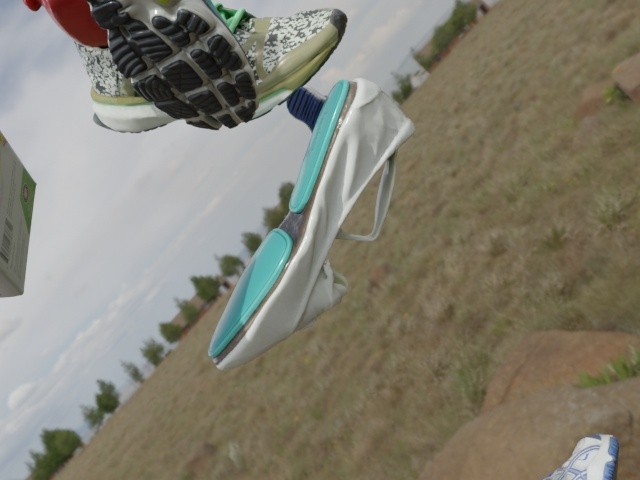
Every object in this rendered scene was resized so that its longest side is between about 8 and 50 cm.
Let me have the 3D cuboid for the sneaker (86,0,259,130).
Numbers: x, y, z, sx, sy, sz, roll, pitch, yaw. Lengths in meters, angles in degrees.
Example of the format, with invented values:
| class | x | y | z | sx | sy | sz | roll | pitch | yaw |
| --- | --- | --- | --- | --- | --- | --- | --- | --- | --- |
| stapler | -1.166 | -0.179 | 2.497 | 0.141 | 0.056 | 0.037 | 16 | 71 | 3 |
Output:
| class | x | y | z | sx | sy | sz | roll | pitch | yaw |
| --- | --- | --- | --- | --- | --- | --- | --- | --- | --- |
| sneaker | -0.125 | -0.205 | 0.598 | 0.107 | 0.275 | 0.110 | -9 | 47 | 23 |

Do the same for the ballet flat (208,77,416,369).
| class | x | y | z | sx | sy | sz | roll | pitch | yaw |
| --- | --- | --- | --- | --- | --- | --- | --- | --- | --- |
| ballet flat | 0.000 | 0.000 | 0.908 | 0.400 | 0.139 | 0.139 | -64 | 3 | 5 |

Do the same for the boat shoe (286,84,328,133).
| class | x | y | z | sx | sy | sz | roll | pitch | yaw |
| --- | --- | --- | --- | --- | --- | --- | --- | --- | --- |
| boat shoe | 0.022 | -0.173 | 1.056 | 0.066 | 0.183 | 0.066 | 2 | -54 | -36 |

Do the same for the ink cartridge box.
| class | x | y | z | sx | sy | sz | roll | pitch | yaw |
| --- | --- | --- | --- | --- | --- | --- | --- | --- | --- |
| ink cartridge box | -0.380 | -0.050 | 0.761 | 0.212 | 0.093 | 0.154 | 92 | 174 | -62 |

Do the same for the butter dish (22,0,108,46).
| class | x | y | z | sx | sy | sz | roll | pitch | yaw |
| --- | --- | --- | --- | --- | --- | --- | --- | --- | --- |
| butter dish | -0.275 | -0.286 | 0.819 | 0.118 | 0.160 | 0.160 | -15 | -17 | 1 |

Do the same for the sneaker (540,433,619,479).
| class | x | y | z | sx | sy | sz | roll | pitch | yaw |
| --- | --- | --- | --- | --- | --- | --- | --- | --- | --- |
| sneaker | 0.275 | 0.313 | 0.869 | 0.131 | 0.111 | 0.296 | 4 | 19 | 28 |

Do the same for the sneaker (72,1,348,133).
| class | x | y | z | sx | sy | sz | roll | pitch | yaw |
| --- | --- | --- | --- | --- | --- | --- | --- | --- | --- |
| sneaker | -0.168 | -0.255 | 0.949 | 0.411 | 0.182 | 0.158 | -7 | 47 | 25 |
